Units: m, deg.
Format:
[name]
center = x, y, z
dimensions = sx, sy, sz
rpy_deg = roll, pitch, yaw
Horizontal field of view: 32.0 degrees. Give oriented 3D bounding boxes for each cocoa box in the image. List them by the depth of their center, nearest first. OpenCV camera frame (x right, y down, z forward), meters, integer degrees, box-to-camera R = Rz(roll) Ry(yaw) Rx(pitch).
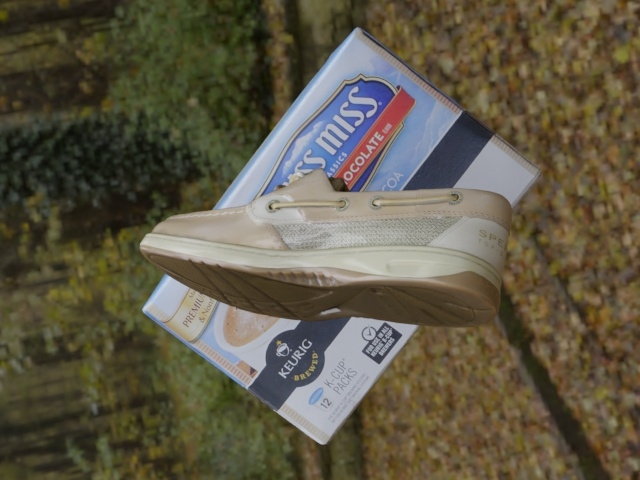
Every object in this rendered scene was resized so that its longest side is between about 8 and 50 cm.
[cocoa box]
center = 0.018, -0.014, 1.155
dimensions = 0.228, 0.347, 0.231
rpy_deg = 37, -174, -5

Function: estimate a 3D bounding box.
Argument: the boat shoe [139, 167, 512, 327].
[boat shoe]
center = 0.000, 0.000, 0.862
dimensions = 0.109, 0.302, 0.098
rpy_deg = 46, -127, -52
